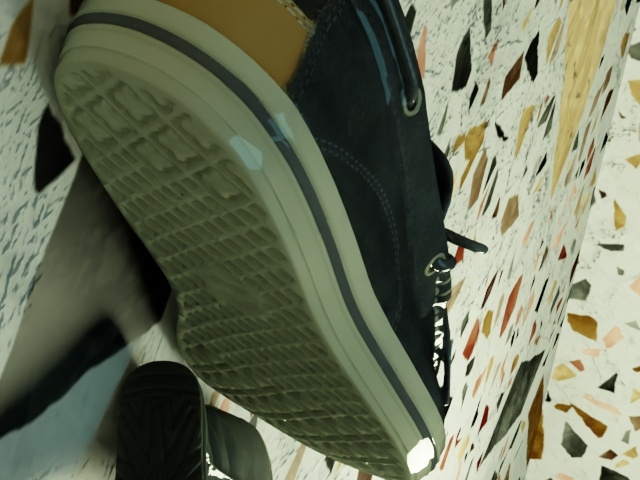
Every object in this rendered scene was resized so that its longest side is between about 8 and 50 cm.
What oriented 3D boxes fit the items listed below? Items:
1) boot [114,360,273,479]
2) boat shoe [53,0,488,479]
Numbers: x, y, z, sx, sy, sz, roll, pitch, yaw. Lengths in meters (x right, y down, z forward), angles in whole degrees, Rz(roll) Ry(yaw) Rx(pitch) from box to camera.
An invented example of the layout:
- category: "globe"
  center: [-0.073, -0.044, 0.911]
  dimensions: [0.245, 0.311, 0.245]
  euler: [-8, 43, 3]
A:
- category: "boot"
  center: [-0.081, 0.181, 0.936]
  dimensions: [0.208, 0.076, 0.189]
  euler: [80, 17, -68]
- category: "boat shoe"
  center: [0.000, 0.000, 0.840]
  dimensions: [0.156, 0.187, 0.500]
  euler: [-57, 154, -22]
